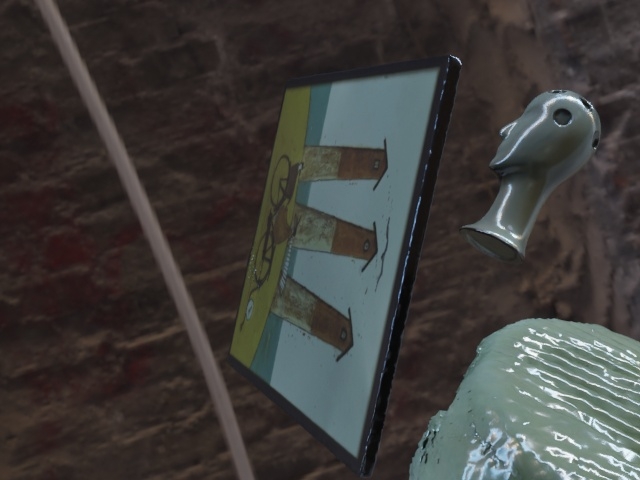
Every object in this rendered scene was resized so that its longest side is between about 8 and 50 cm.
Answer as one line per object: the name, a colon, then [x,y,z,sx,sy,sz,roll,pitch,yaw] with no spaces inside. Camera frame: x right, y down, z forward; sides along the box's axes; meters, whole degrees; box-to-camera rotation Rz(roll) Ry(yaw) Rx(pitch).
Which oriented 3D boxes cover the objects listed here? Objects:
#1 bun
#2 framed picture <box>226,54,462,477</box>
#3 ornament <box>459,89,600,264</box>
bun: [0.143,0.126,0.431,0.221,0.108,0.221,14,23,-6]
framed picture: [0.000,0.000,0.735,0.013,0.244,0.324,11,2,-19]
ornament: [0.182,-0.060,0.906,0.156,0.081,0.075,-59,-2,-9]
